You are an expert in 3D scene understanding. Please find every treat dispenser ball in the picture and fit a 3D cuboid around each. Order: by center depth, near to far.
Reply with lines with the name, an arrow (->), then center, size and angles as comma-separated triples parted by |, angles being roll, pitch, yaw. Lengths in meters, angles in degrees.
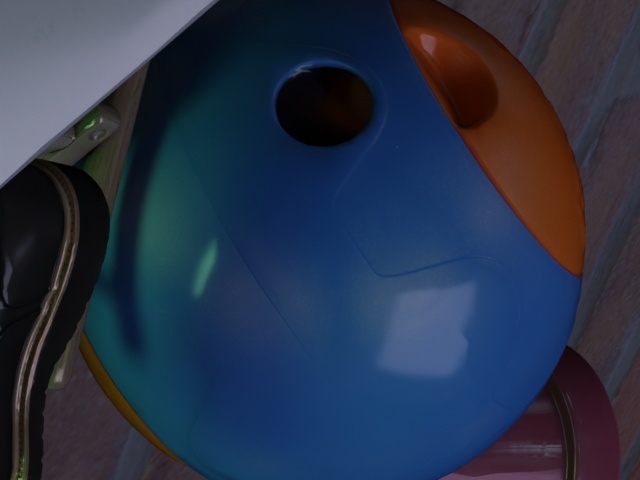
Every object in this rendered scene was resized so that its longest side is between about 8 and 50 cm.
treat dispenser ball -> 0.000, 0.000, 0.975 | 0.288, 0.288, 0.288 | -35, 146, -28

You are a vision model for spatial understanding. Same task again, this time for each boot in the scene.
boot -> -0.171, 0.056, 0.687 | 0.137, 0.077, 0.198 | 10, 96, -54

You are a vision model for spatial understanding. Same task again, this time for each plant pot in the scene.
plant pot -> 0.106, 0.172, 1.420 | 0.180, 0.201, 0.201 | 4, 120, -38

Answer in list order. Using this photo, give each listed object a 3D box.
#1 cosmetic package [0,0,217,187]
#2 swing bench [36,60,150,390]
cosmetic package -> -0.231, -0.145, 0.508 | 0.284, 0.097, 0.377 | -44, 116, -16
swing bench -> -0.177, -0.091, 0.767 | 0.253, 0.165, 0.255 | 19, 101, -58
